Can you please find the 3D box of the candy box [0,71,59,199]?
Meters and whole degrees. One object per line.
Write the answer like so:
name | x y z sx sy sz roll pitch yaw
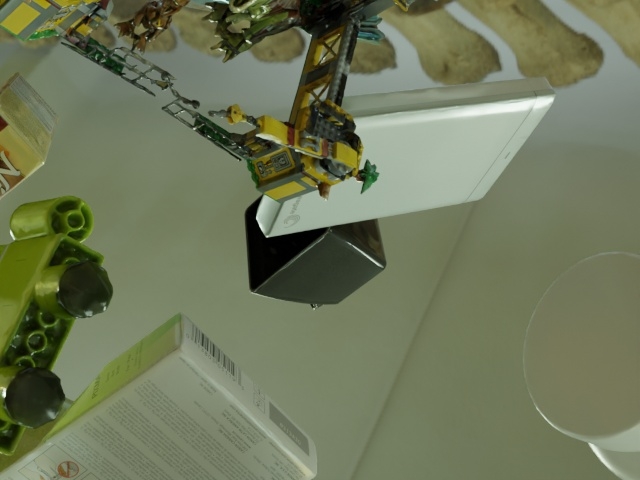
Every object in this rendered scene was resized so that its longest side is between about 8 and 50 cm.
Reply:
candy box | -0.410 -0.096 1.019 0.183 0.087 0.316 -38 -158 -1

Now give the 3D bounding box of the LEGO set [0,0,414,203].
LEGO set | -0.033 -0.188 0.569 0.192 0.331 0.255 -16 -137 47

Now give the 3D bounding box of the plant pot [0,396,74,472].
plant pot | -0.484 0.344 1.421 0.253 0.276 0.276 14 -123 14

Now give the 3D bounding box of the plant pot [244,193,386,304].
plant pot | 0.000 0.000 1.426 0.188 0.167 0.187 -38 -140 29

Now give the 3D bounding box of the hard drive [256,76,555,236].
hard drive | 0.110 -0.109 1.137 0.353 0.233 0.047 -10 -120 -27

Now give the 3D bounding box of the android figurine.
android figurine | -0.265 0.079 0.712 0.273 0.056 0.248 -3 -120 52

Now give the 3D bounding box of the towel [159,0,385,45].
towel | -0.146 -0.283 0.970 0.370 0.271 0.040 19 -77 32

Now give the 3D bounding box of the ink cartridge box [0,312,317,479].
ink cartridge box | -0.144 0.190 0.747 0.224 0.181 0.056 -35 -154 14

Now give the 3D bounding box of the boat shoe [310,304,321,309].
boat shoe | -0.030 0.086 1.738 0.042 0.133 0.049 -36 -146 -4

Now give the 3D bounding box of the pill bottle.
pill bottle | 0.239 0.090 0.513 0.136 0.245 0.136 -33 -134 43
